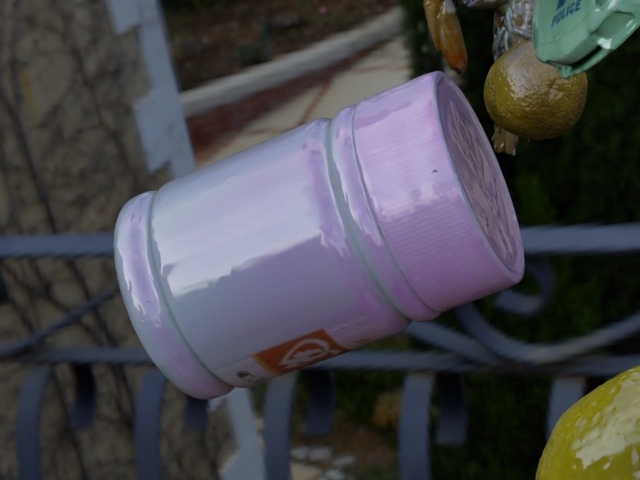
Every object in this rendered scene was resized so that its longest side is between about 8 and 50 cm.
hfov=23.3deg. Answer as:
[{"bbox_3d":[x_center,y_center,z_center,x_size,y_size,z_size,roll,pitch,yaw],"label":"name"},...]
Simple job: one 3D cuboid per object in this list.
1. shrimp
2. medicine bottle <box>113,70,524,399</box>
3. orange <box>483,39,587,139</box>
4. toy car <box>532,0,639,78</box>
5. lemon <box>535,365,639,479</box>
[{"bbox_3d":[0.169,-0.202,1.473,0.150,0.248,0.068,-12,16,-12],"label":"shrimp"},{"bbox_3d":[0.000,0.000,1.363,0.316,0.202,0.202,-21,19,19],"label":"medicine bottle"},{"bbox_3d":[0.177,-0.124,1.283,0.085,0.085,0.095,-15,9,-6],"label":"orange"},{"bbox_3d":[0.142,-0.146,0.644,0.186,0.058,0.093,-54,11,-24],"label":"toy car"},{"bbox_3d":[0.388,0.281,1.663,0.336,0.336,0.336,-10,23,4],"label":"lemon"}]
